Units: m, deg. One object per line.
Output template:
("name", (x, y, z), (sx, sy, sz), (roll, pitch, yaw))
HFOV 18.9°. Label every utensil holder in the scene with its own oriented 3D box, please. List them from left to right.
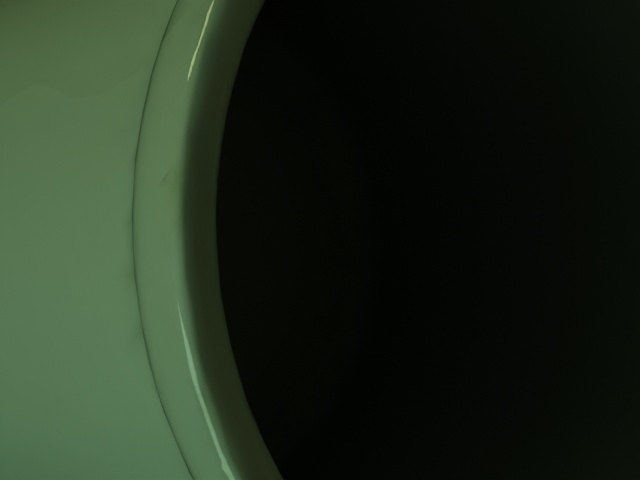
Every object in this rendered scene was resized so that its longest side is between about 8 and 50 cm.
("utensil holder", (0.000, 0.000, 0.805), (0.327, 0.327, 0.385), (57, 154, -16))
